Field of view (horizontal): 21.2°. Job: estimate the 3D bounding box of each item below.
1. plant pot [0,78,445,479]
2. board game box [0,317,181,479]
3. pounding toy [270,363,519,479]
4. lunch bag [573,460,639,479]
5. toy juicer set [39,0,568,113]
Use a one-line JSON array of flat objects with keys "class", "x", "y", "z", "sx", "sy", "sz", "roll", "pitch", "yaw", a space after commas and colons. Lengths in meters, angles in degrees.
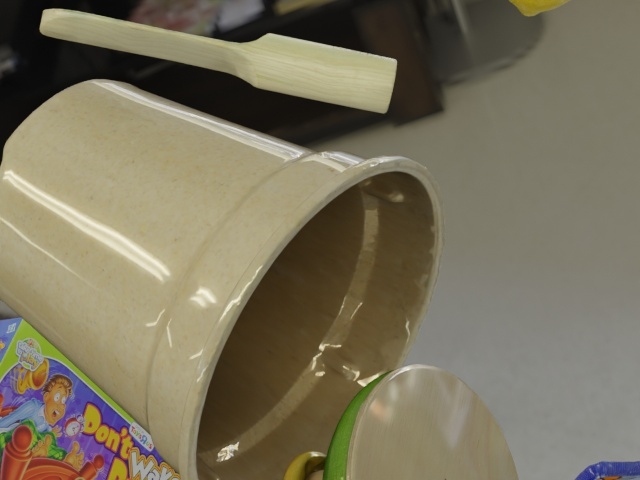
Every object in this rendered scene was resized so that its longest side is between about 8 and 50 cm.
[{"class": "plant pot", "x": -0.114, "y": 0.020, "z": 1.451, "sx": 0.305, "sy": 0.333, "sz": 0.334, "roll": 29, "pitch": 56, "yaw": 26}, {"class": "board game box", "x": -0.318, "y": 0.289, "z": 2.056, "sx": 0.078, "sy": 0.347, "sz": 0.233, "roll": -8, "pitch": 47, "yaw": 38}, {"class": "pounding toy", "x": 0.025, "y": 0.190, "z": 1.103, "sx": 0.110, "sy": 0.183, "sz": 0.237, "roll": -17, "pitch": 12, "yaw": 39}, {"class": "lunch bag", "x": 0.346, "y": 0.348, "z": 1.396, "sx": 0.239, "sy": 0.327, "sz": 0.385, "roll": -21, "pitch": 3, "yaw": -36}, {"class": "toy juicer set", "x": 0.024, "y": -0.166, "z": 0.813, "sx": 0.329, "sy": 0.209, "sz": 0.089, "roll": -42, "pitch": 32, "yaw": 49}]
